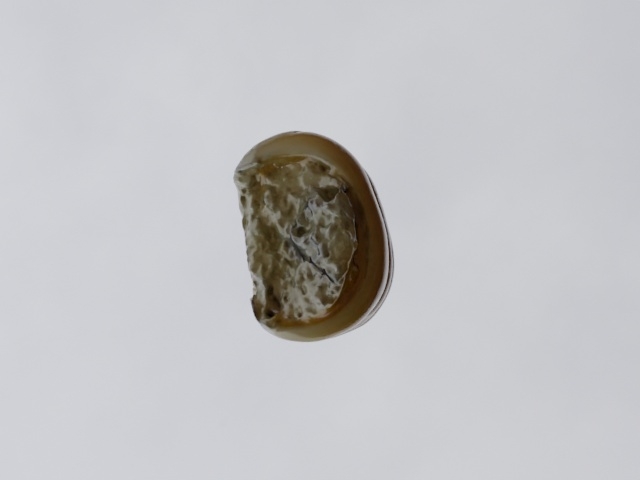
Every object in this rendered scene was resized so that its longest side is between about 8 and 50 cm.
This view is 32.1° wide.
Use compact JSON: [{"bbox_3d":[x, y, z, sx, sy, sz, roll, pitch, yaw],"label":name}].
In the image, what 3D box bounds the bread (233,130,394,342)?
[{"bbox_3d":[0.000,0.000,0.675,0.084,0.177,0.119,-13,-96,4],"label":"bread"}]
